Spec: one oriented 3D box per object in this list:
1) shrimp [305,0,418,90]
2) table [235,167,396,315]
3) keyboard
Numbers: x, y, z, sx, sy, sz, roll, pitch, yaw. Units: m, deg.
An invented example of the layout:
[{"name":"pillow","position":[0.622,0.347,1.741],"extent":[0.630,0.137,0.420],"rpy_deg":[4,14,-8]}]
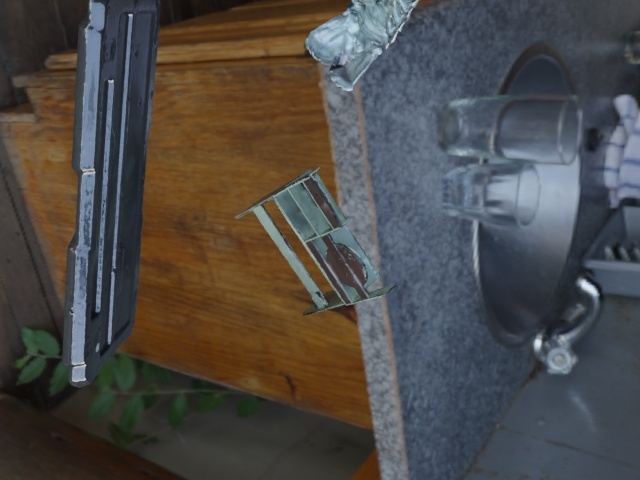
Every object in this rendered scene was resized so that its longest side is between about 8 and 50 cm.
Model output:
[{"name":"shrimp","position":[0.084,-0.308,0.703],"extent":[0.166,0.221,0.410],"rpy_deg":[-40,173,-17]},{"name":"table","position":[0.000,0.000,0.790],"extent":[0.062,0.175,0.146],"rpy_deg":[-39,100,-35]},{"name":"keyboard","position":[-0.137,-0.033,0.469],"extent":[0.106,0.016,0.262],"rpy_deg":[-70,170,-69]}]
